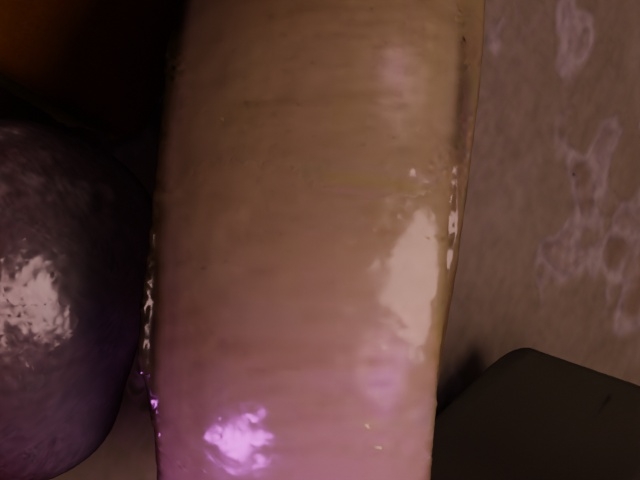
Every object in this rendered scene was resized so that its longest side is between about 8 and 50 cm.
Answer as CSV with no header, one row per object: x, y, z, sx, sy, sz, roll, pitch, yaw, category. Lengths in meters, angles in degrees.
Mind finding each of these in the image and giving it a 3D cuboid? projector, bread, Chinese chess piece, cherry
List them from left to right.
-0.136,-0.116,0.650,0.226,0.049,0.088,32,77,-44,bread
-0.126,0.049,0.659,0.148,0.115,0.188,6,102,-68,cherry
0.000,0.000,0.698,0.250,0.103,0.250,5,90,-87,Chinese chess piece
0.104,0.181,0.893,0.242,0.163,0.177,-41,128,-28,projector
